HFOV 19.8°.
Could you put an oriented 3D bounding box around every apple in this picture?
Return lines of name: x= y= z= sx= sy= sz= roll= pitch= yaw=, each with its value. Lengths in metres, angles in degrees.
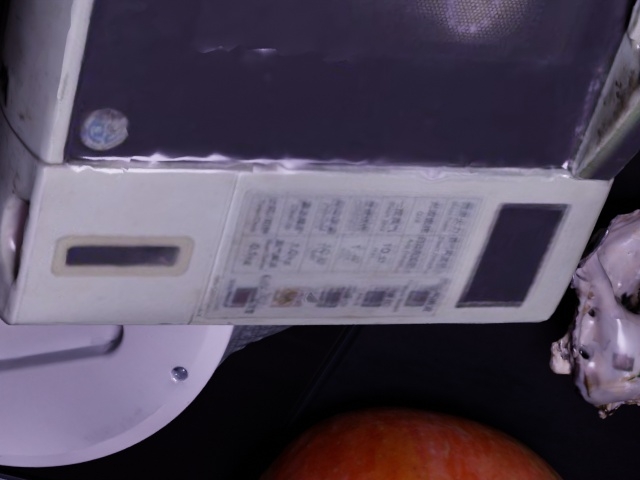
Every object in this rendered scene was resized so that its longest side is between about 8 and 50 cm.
apple: x=0.057 y=0.197 z=1.067 sx=0.209 sy=0.164 sz=0.209 roll=-4 pitch=131 yaw=-4

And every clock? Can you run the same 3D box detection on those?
clock: x=-0.145 y=-0.006 z=0.875 sx=0.230 sy=0.083 sz=0.230 roll=4 pitch=114 yaw=9

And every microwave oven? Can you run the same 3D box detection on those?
microwave oven: x=-0.005 y=-0.207 z=0.616 sx=0.247 sy=0.333 sz=0.394 roll=4 pitch=127 yaw=-18

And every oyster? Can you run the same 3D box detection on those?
oyster: x=0.175 y=0.044 z=1.036 sx=0.108 sy=0.053 sz=0.165 roll=-9 pitch=125 yaw=-27

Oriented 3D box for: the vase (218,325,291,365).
vase: x=0.000 y=0.000 z=0.946 sx=0.219 sy=0.096 sz=0.096 roll=-27 pitch=128 yaw=16
